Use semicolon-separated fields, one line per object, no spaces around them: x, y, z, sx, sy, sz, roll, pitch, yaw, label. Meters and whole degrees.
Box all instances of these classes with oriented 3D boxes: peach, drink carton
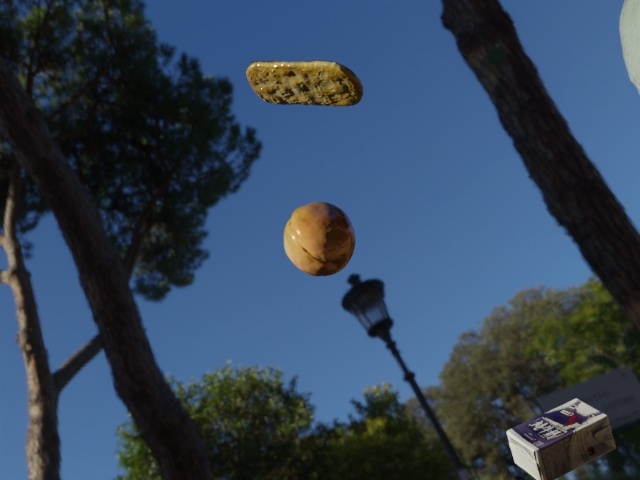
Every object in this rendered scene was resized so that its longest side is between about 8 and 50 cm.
0.000;0.000;1.841;0.184;0.184;0.184;-18;-34;-13;peach
0.600;0.497;1.919;0.222;0.102;0.134;-21;11;-13;drink carton

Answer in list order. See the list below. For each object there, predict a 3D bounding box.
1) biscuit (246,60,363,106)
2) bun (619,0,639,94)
-0.033;-0.301;1.488;0.247;0.029;0.118;6;-34;28;biscuit
0.577;-0.276;0.982;0.361;0.362;0.211;-19;-5;-11;bun
